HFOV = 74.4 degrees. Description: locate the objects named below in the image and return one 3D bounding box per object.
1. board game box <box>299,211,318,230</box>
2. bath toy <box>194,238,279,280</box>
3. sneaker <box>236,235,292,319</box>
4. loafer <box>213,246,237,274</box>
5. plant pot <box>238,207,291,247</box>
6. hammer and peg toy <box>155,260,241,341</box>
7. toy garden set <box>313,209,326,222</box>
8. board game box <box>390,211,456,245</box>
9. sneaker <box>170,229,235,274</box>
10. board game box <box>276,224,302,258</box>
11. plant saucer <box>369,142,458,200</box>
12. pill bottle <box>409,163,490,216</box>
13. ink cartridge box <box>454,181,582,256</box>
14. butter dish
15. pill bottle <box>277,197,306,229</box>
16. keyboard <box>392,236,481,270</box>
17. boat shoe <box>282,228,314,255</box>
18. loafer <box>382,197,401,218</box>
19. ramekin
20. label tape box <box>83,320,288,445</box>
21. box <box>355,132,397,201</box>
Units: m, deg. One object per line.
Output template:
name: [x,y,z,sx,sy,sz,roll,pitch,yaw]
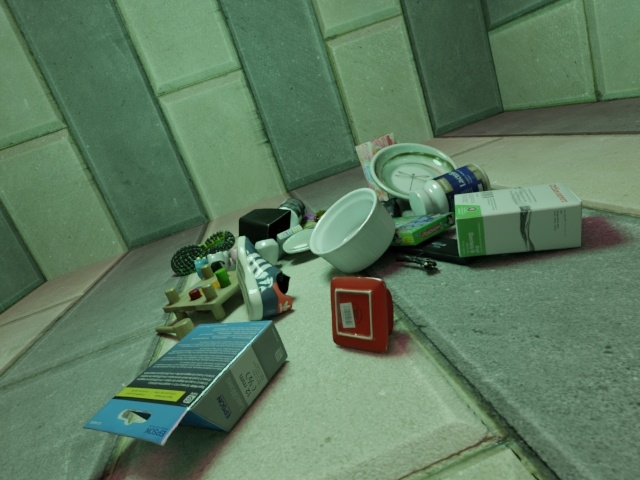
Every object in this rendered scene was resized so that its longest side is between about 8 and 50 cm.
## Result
board game box: [-0.099,-0.061,2.063,0.208,0.056,0.347,-27,17,-11]
bath toy: [-0.318,0.091,1.674,0.348,0.129,0.151,-15,-3,14]
sneaker: [-0.180,0.109,1.338,0.148,0.131,0.350,-6,41,-18]
loafer: [-0.393,0.075,1.864,0.251,0.094,0.087,-23,20,-10]
plant pot: [-0.245,-0.037,1.798,0.167,0.188,0.187,17,30,21]
hammer and peg toy: [-0.409,0.192,1.430,0.266,0.127,0.361,-9,19,33]
toy garden set: [0.103,-0.115,1.796,0.204,0.049,0.244,-16,-12,24]
board game box: [0.276,-0.036,1.463,0.213,0.046,0.317,-24,12,-31]
sneaker: [-0.571,0.072,2.087,0.344,0.134,0.146,-25,-9,-5]
board game box: [-0.129,0.008,1.725,0.103,0.026,0.154,-26,-26,-23]
plant saucer: [0.419,-0.286,1.909,0.401,0.100,0.400,0,48,0]
pill bottle: [0.472,-0.170,1.556,0.265,0.153,0.153,-23,16,-8]
ink cartridge box: [0.517,-0.058,1.135,0.289,0.121,0.211,-6,20,20]
butter dish: [0.110,0.158,0.955,0.160,0.160,0.118,-3,0,43]
pill bottle: [-0.143,-0.128,2.019,0.130,0.130,0.245,-15,17,15]
keyboard: [0.328,0.036,1.264,0.202,0.033,0.317,-21,14,-24]
boat shoe: [0.000,0.000,1.671,0.303,0.091,0.114,-21,46,-10]
loafer: [0.287,-0.115,1.747,0.078,0.076,0.223,-29,14,17]
ramekin: [0.109,-0.026,1.375,0.277,0.135,0.277,-36,27,22]
label tape box: [-0.268,0.314,0.900,0.249,0.115,0.347,-10,21,32]
box: [0.308,-0.354,2.078,0.154,0.300,0.142,-27,13,-22]
